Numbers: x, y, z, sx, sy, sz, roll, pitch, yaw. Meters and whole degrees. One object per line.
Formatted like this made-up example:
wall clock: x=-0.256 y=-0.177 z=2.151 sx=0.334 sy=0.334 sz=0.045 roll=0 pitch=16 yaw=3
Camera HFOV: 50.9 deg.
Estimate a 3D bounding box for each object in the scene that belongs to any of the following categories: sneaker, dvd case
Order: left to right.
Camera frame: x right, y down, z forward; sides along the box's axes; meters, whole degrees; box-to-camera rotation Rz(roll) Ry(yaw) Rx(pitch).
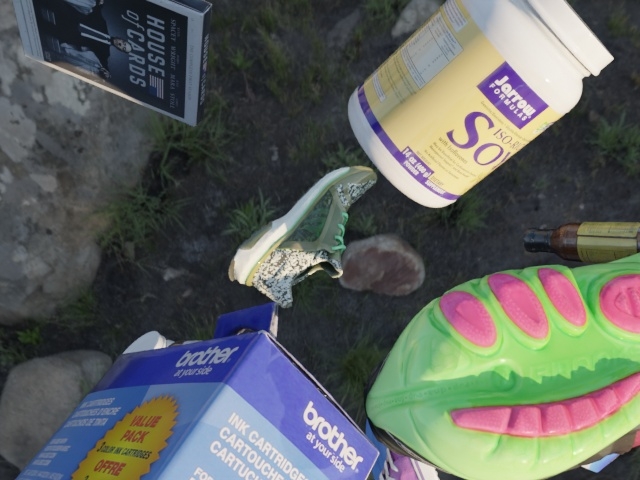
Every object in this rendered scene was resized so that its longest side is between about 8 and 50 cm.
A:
dvd case: x=-0.244 y=-0.242 z=0.779 sx=0.238 sy=0.179 sz=0.030 roll=23 pitch=56 yaw=2
sneaker: x=0.000 y=0.000 z=1.473 sx=0.410 sy=0.158 sz=0.182 roll=-41 pitch=77 yaw=-20
sneaker: x=0.102 y=0.386 z=0.993 sx=0.160 sy=0.102 sz=0.282 roll=-13 pitch=102 yaw=3
sneaker: x=0.252 y=0.103 z=0.581 sx=0.482 sy=0.202 sz=0.186 roll=3 pitch=70 yaw=-22

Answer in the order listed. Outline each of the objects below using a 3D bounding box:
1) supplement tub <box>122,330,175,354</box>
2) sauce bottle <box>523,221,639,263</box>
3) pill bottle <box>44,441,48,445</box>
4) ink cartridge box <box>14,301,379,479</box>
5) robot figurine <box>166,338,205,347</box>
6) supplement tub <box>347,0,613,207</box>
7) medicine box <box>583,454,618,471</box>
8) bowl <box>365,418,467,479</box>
supplement tub: x=-0.318 y=0.300 z=1.402 sx=0.144 sy=0.144 sz=0.200 roll=-49 pitch=116 yaw=-22
sauce bottle: x=0.263 y=0.001 z=0.657 sx=0.128 sy=0.042 sz=0.042 roll=6 pitch=54 yaw=47
pill bottle: x=-0.349 y=0.380 z=0.929 sx=0.111 sy=0.112 sz=0.187 roll=2 pitch=52 yaw=-2
ink cartridge box: x=-0.138 y=0.223 z=0.510 sx=0.151 sy=0.270 sz=0.395 roll=51 pitch=52 yaw=-18
robot figurine: x=-0.172 y=0.249 z=1.102 sx=0.278 sy=0.174 sz=0.209 roll=1 pitch=47 yaw=30
supplement tub: x=0.229 y=-0.232 z=1.003 sx=0.241 sy=0.331 sz=0.241 roll=35 pitch=31 yaw=-25
medicine box: x=0.425 y=0.249 z=1.279 sx=0.289 sy=0.149 sz=0.264 roll=25 pitch=30 yaw=-13
bowl: x=0.252 y=0.440 z=1.349 sx=0.391 sy=0.077 sz=0.391 roll=27 pitch=39 yaw=-24
